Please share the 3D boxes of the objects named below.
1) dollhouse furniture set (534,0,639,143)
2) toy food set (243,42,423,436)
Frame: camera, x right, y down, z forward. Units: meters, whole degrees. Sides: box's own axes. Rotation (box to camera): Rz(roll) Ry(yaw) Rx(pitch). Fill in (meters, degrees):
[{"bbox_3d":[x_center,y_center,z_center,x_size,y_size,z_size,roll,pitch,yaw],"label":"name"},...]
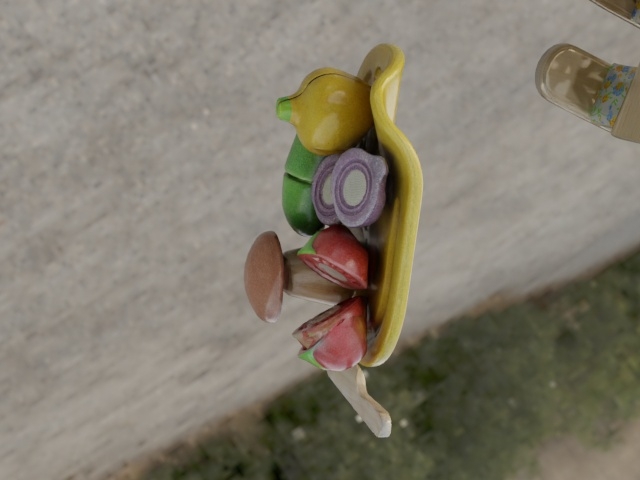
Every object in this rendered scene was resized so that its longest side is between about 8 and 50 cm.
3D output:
[{"bbox_3d":[0.234,-0.179,0.960,0.212,0.161,0.242,25,-87,62],"label":"dollhouse furniture set"},{"bbox_3d":[0.000,0.000,0.842,0.071,0.218,0.128,0,-159,-15],"label":"toy food set"}]
